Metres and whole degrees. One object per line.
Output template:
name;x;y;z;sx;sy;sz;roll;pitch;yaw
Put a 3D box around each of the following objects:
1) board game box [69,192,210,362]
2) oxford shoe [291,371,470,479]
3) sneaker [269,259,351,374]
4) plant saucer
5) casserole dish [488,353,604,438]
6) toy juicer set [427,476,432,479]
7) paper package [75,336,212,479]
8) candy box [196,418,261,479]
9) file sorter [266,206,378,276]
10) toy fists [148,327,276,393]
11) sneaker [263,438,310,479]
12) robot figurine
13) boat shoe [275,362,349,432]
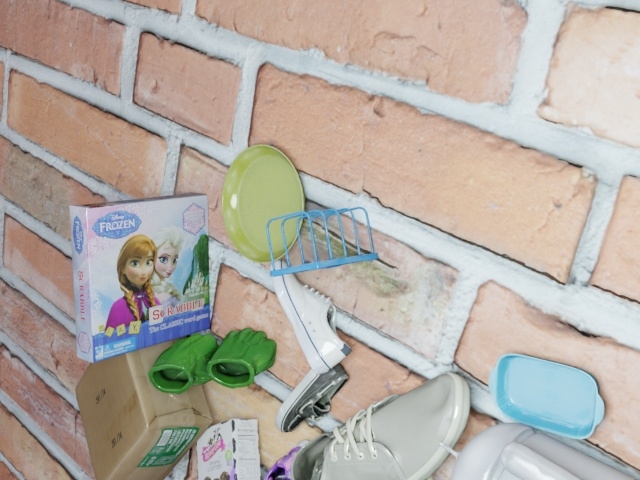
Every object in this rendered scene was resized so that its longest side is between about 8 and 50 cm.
board game box;-0.377;0.068;1.584;0.065;0.318;0.318;9;104;39
oxford shoe;0.092;0.366;1.315;0.449;0.130;0.169;-44;25;38
sneaker;-0.018;0.136;1.443;0.091;0.094;0.258;-29;63;2
plant saucer;-0.111;-0.074;1.504;0.240;0.037;0.241;4;95;41
casserole dish;0.356;0.239;1.155;0.188;0.037;0.114;9;103;39
toy juicer set;0.235;0.570;1.200;0.329;0.089;0.209;53;127;47
paper package;-0.429;0.390;1.746;0.325;0.168;0.310;-52;50;34
candy box;-0.204;0.505;1.625;0.164;0.070;0.196;-31;57;45
file sorter;0.000;0.000;1.340;0.118;0.170;0.105;-13;86;42
toy fists;-0.226;0.257;1.582;0.279;0.142;0.096;-10;114;23
sneaker;-0.082;0.522;1.544;0.095;0.104;0.236;40;123;28
robot figurine;0.339;0.400;1.086;0.353;0.200;0.300;22;145;38
boat shoe;-0.019;0.324;1.472;0.070;0.077;0.219;48;123;26
